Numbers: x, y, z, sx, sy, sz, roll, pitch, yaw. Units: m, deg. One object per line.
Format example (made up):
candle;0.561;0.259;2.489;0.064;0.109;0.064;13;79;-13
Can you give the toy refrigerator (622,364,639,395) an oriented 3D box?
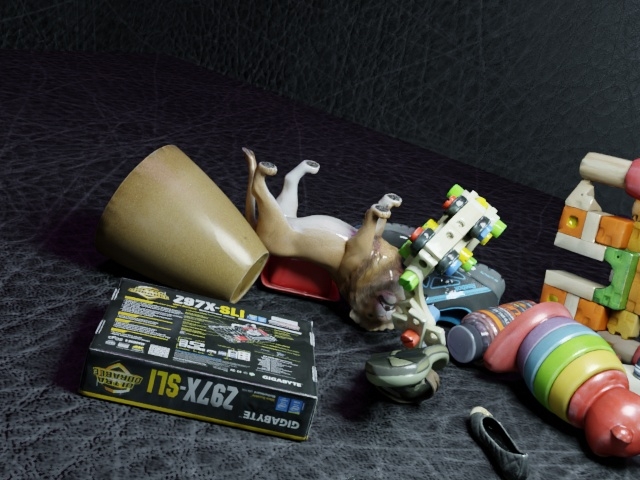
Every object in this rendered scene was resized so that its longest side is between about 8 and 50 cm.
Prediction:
toy refrigerator;0.650;0.299;1.571;0.269;0.094;0.102;10;15;-23

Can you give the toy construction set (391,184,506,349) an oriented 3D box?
toy construction set;0.210;0.034;1.522;0.151;0.215;0.328;30;55;1

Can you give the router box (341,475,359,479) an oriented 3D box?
router box;0.017;0.340;0.980;0.179;0.046;0.133;-3;26;-44

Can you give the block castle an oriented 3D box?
block castle;0.613;0.061;1.668;0.303;0.453;0.213;1;16;-41

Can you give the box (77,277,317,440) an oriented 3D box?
box;-0.168;0.168;1.285;0.322;0.079;0.257;13;16;-8

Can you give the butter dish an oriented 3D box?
butter dish;-0.032;0.038;1.716;0.160;0.118;0.160;12;19;-9

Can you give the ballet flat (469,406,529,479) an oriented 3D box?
ballet flat;0.274;0.300;1.311;0.057;0.049;0.173;11;19;-18

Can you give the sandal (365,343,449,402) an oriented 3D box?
sandal;0.133;0.217;1.367;0.120;0.086;0.303;-10;-4;16

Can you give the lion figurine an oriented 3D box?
lion figurine;0.000;0.000;1.602;0.392;0.240;0.142;26;27;6

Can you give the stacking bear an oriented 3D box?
stacking bear;0.438;0.246;1.448;0.175;0.164;0.289;18;21;-35

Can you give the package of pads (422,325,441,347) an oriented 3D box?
package of pads;0.194;0.189;1.568;0.032;0.050;0.083;23;20;21

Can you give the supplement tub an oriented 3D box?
supplement tub;0.330;0.176;1.620;0.198;0.106;0.106;-9;30;-37

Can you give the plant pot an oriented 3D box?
plant pot;-0.229;-0.001;1.553;0.254;0.237;0.237;36;22;8

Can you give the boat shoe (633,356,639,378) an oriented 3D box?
boat shoe;0.636;0.211;1.527;0.183;0.083;0.065;8;16;-29

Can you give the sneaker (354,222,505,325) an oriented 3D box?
sneaker;0.198;0.075;1.698;0.341;0.125;0.140;23;62;-4
